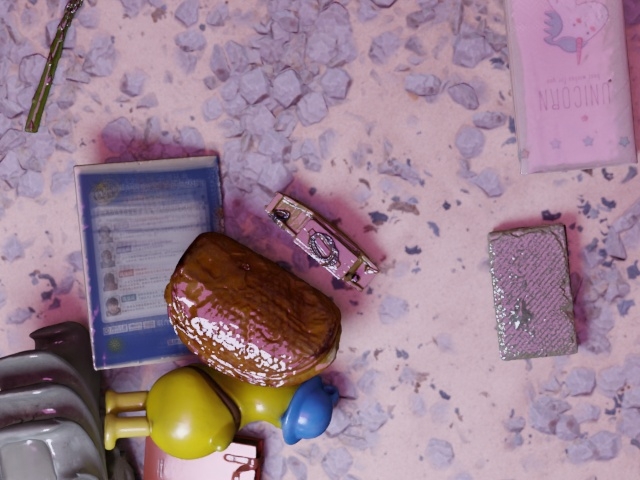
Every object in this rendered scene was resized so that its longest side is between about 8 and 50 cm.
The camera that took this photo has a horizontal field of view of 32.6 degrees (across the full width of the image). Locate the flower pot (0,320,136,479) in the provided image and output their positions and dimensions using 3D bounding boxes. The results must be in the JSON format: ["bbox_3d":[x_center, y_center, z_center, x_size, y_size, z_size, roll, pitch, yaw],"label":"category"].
[{"bbox_3d":[-0.403,0.322,1.685,0.165,0.254,0.367,-12,95,13],"label":"flower pot"}]

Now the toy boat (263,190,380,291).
[{"bbox_3d":[0.000,0.000,1.675,0.200,0.077,0.057,40,102,3],"label":"toy boat"}]

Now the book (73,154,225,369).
[{"bbox_3d":[-0.259,0.033,1.717,0.228,0.018,0.322,-5,95,-11],"label":"book"}]

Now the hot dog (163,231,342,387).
[{"bbox_3d":[-0.098,0.108,1.648,0.272,0.122,0.196,29,56,-3],"label":"hot dog"}]

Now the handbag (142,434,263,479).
[{"bbox_3d":[-0.187,0.371,1.755,0.190,0.063,0.127,7,97,11],"label":"handbag"}]

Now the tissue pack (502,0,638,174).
[{"bbox_3d":[0.359,-0.264,1.591,0.170,0.071,0.325,-6,96,8],"label":"tissue pack"}]

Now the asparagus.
[{"bbox_3d":[-0.423,-0.287,1.741,0.025,0.024,0.248,15,101,-36],"label":"asparagus"}]

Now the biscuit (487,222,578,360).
[{"bbox_3d":[0.319,0.078,1.651,0.121,0.040,0.199,-7,96,12],"label":"biscuit"}]

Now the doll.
[{"bbox_3d":[-0.150,0.250,1.690,0.363,0.199,0.145,-4,128,-9],"label":"doll"}]
